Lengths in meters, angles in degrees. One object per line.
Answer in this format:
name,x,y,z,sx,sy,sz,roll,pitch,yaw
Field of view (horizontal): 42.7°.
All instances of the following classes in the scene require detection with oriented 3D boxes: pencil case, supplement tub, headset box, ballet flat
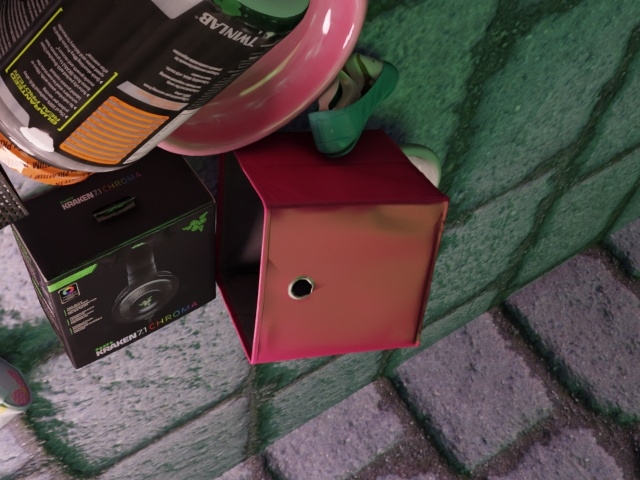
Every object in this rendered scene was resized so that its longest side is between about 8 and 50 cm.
pencil case,-0.580,0.297,1.274,0.273,0.113,0.124,-40,178,5
supplement tub,-0.178,-0.189,0.743,0.316,0.193,0.194,-31,163,34
headset box,-0.282,0.019,1.162,0.246,0.131,0.283,-27,153,-23
ballet flat,0.050,-0.220,1.184,0.247,0.083,0.087,-60,138,-43

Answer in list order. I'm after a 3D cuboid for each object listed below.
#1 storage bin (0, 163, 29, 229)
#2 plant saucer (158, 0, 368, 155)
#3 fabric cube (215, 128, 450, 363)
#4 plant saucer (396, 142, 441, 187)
storage bin,-0.387,-0.087,0.841,0.084,0.122,0.180,-31,155,-15
plant saucer,-0.096,-0.249,0.994,0.332,0.084,0.332,-29,154,-16
fabric cube,0.000,0.000,1.191,0.258,0.259,0.254,-3,120,-19
plant saucer,0.035,-0.051,1.503,0.401,0.100,0.400,-31,155,-16
